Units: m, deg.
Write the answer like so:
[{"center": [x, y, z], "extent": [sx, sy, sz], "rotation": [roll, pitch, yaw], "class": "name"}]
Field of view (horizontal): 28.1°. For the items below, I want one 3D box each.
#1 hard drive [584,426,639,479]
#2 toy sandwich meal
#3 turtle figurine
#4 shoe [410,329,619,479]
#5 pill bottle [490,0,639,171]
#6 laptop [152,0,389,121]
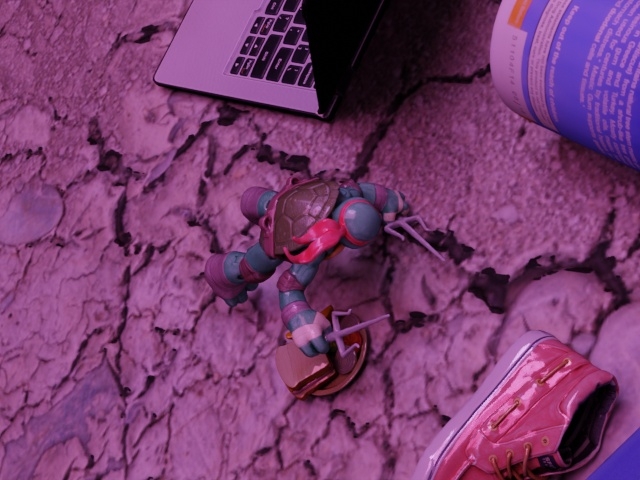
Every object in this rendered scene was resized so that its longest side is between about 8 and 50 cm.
[{"center": [0.295, 0.133, 0.781], "extent": [0.319, 0.040, 0.210], "rotation": [-46, 27, 8], "class": "hard drive"}, {"center": [0.000, 0.093, 1.079], "extent": [0.085, 0.029, 0.086], "rotation": [-18, 56, 29], "class": "toy sandwich meal"}, {"center": [0.000, 0.000, 1.063], "extent": [0.175, 0.118, 0.234], "rotation": [-45, 25, -27], "class": "turtle figurine"}, {"center": [0.137, 0.152, 0.917], "extent": [0.178, 0.063, 0.081], "rotation": [-53, 41, -5], "class": "shoe"}, {"center": [0.264, -0.114, 0.910], "extent": [0.272, 0.152, 0.152], "rotation": [34, 89, 43], "class": "pill bottle"}, {"center": [-0.013, -0.337, 1.189], "extent": [0.408, 0.236, 0.382], "rotation": [16, 76, 42], "class": "laptop"}]
